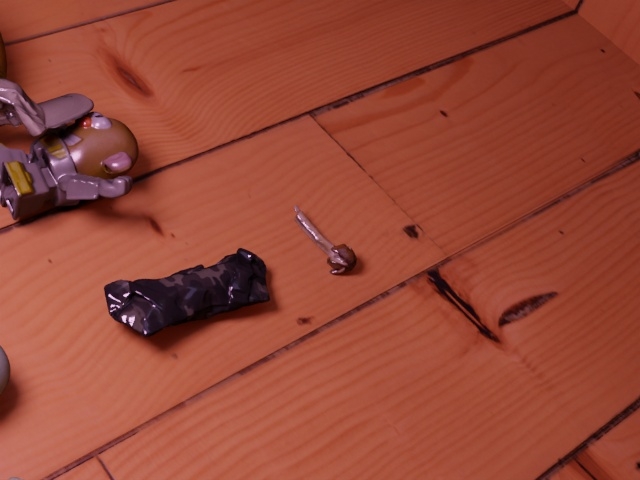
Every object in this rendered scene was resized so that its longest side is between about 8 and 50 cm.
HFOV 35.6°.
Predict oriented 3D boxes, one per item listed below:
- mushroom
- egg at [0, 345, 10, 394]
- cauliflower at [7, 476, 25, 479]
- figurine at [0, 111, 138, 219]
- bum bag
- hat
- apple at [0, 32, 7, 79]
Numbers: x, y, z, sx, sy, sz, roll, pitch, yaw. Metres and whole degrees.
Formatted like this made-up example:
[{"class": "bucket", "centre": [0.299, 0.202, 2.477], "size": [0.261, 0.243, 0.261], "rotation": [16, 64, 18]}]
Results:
[{"class": "mushroom", "centre": [0.000, 0.000, 2.073], "size": [0.187, 0.060, 0.061], "rotation": [42, 50, 22]}, {"class": "egg", "centre": [-0.621, 0.210, 1.609], "size": [0.231, 0.168, 0.168], "rotation": [4, 49, -22]}, {"class": "cauliflower", "centre": [-0.502, 0.445, 1.408], "size": [0.327, 0.281, 0.260], "rotation": [-16, 65, 24]}, {"class": "figurine", "centre": [-0.496, -0.154, 1.962], "size": [0.285, 0.167, 0.342], "rotation": [-18, 55, -27]}, {"class": "bum bag", "centre": [-0.239, 0.101, 1.882], "size": [0.340, 0.095, 0.144], "rotation": [-15, 50, -35]}, {"class": "hat", "centre": [-0.578, -0.274, 1.911], "size": [0.214, 0.149, 0.244], "rotation": [0, 35, 31]}, {"class": "apple", "centre": [-0.792, -0.376, 1.966], "size": [0.340, 0.339, 0.339], "rotation": [9, 49, -11]}]
